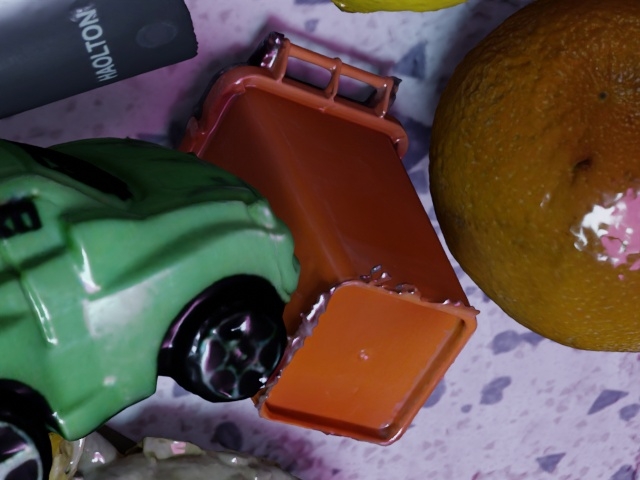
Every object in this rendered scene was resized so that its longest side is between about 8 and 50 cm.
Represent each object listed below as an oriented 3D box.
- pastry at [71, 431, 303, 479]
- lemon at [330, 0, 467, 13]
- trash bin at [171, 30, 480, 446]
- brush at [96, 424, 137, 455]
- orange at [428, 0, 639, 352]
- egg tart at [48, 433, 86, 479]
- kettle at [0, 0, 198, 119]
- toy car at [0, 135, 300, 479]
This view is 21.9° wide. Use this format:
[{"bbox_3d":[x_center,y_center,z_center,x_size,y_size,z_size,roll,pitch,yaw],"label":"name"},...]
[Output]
[{"bbox_3d":[-0.112,0.286,1.278,0.329,0.136,0.330,-6,134,-6],"label":"pastry"},{"bbox_3d":[0.052,-0.230,0.964,0.180,0.180,0.193,3,92,-25],"label":"lemon"},{"bbox_3d":[0.000,0.000,1.069,0.161,0.239,0.184,17,116,-32],"label":"trash bin"},{"bbox_3d":[-0.126,0.193,1.299,0.034,0.027,0.190,-42,130,11],"label":"brush"},{"bbox_3d":[0.201,-0.043,1.121,0.264,0.264,0.264,-12,129,-15],"label":"orange"},{"bbox_3d":[-0.273,0.123,1.068,0.294,0.116,0.295,-4,100,-25],"label":"egg tart"},{"bbox_3d":[-0.239,-0.140,0.857,0.308,0.262,0.203,-21,95,-5],"label":"kettle"},{"bbox_3d":[-0.194,0.034,0.898,0.358,0.213,0.176,-28,121,-23],"label":"toy car"}]
